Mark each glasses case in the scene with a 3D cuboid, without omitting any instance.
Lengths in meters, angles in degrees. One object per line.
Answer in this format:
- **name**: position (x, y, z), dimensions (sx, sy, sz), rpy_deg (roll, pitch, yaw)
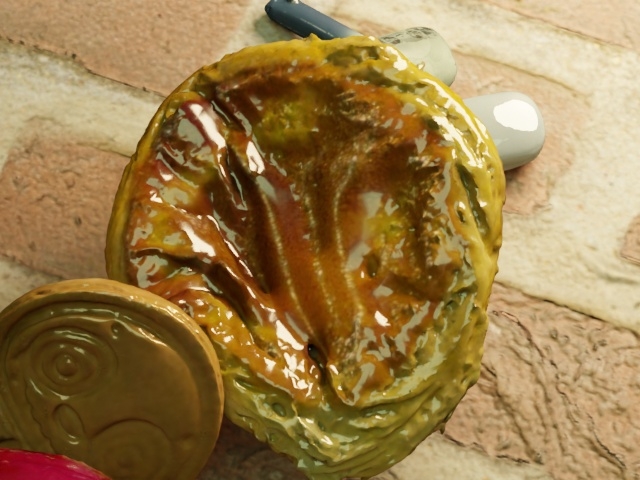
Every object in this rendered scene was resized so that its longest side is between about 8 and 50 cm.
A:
- **glasses case**: position (0.110, -0.084, 1.411), dimensions (0.178, 0.045, 0.067), rpy_deg (-14, 67, -1)

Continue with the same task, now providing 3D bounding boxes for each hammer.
- **hammer**: position (0.022, -0.178, 1.441), dimensions (0.194, 0.069, 0.116), rpy_deg (33, 38, 30)

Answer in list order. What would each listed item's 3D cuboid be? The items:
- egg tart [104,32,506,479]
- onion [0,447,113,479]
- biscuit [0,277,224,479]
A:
- **egg tart**: position (0.000, 0.000, 1.314), dimensions (0.351, 0.153, 0.339), rpy_deg (29, 85, 18)
- **onion**: position (-0.161, 0.339, 1.097), dimensions (0.420, 0.398, 0.398), rpy_deg (7, 68, -12)
- **biscuit**: position (-0.210, 0.139, 1.230), dimensions (0.288, 0.044, 0.202), rpy_deg (-21, 111, 12)
